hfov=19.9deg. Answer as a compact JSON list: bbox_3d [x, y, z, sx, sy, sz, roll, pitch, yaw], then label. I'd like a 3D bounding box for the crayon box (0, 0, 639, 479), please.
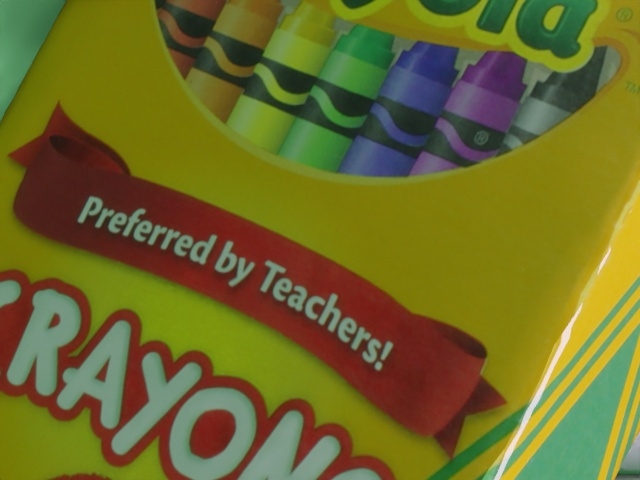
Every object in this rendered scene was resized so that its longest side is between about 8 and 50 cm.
[{"bbox_3d":[0.000,0.000,0.531,0.202,0.081,0.318,24,83,31],"label":"crayon box"}]

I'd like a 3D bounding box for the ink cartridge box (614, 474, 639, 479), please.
[{"bbox_3d":[0.114,0.220,0.602,0.197,0.114,0.272,3,90,-13],"label":"ink cartridge box"}]
